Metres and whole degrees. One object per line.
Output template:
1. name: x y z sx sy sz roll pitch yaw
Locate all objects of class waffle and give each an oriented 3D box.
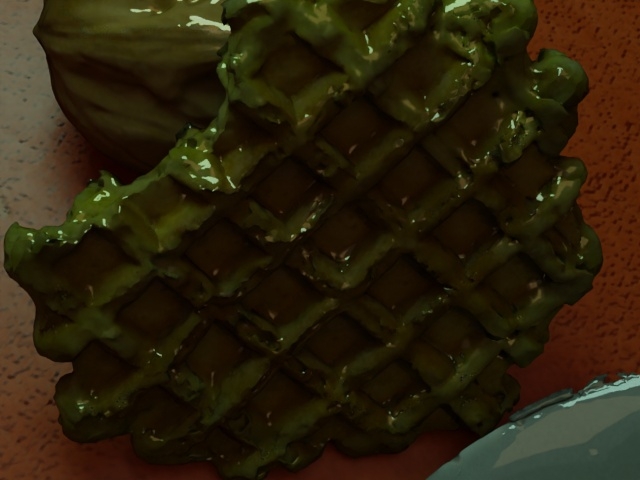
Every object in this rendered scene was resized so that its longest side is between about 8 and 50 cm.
1. waffle: 0.000 -0.001 0.635 0.291 0.291 0.051 -6 30 -12

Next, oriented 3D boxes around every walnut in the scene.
1. walnut: -0.035 -0.101 0.690 0.206 0.159 0.159 -1 71 -11

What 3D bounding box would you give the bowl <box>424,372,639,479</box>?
1. bowl: 0.180 0.215 0.587 0.345 0.345 0.157 -29 123 -18
